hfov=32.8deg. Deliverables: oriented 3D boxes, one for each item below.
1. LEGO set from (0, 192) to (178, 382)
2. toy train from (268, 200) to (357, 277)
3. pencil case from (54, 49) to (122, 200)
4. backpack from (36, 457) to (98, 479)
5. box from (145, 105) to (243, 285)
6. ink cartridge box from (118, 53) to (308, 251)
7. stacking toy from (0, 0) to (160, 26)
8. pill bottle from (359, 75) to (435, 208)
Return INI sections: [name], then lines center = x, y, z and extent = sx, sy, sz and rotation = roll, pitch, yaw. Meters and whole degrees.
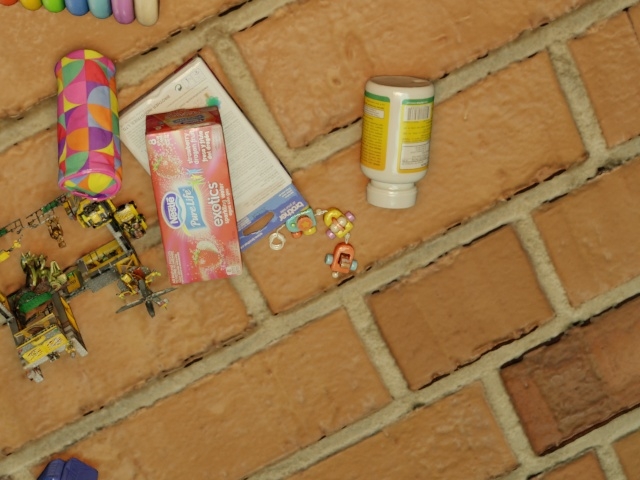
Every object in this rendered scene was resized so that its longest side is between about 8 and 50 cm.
[LEGO set]
center = -0.411, 0.073, 1.738
extent = 0.331, 0.192, 0.255
rotation = -25, 137, -10
[toy train]
center = 0.000, 0.000, 1.905
extent = 0.166, 0.046, 0.125
rotation = 17, 105, -16
[pencil case]
center = -0.359, -0.178, 1.679
extent = 0.104, 0.236, 0.104
rotation = -7, 153, -3
[backpack]
center = -0.469, 0.459, 1.959
extent = 0.101, 0.098, 0.120
rotation = 33, 114, -10
[box]
center = -0.201, -0.073, 1.734
extent = 0.123, 0.128, 0.257
rotation = -9, 112, -5
[ink cartridge box]
center = -0.182, -0.132, 1.816
extent = 0.186, 0.065, 0.311
rotation = -36, 109, 5
[stacking toy]
center = -0.411, -0.396, 1.646
extent = 0.330, 0.141, 0.141
rotation = -1, 110, -6
[pill bottle]
center = 0.127, -0.165, 1.831
extent = 0.118, 0.117, 0.208
rotation = -1, 109, -10
